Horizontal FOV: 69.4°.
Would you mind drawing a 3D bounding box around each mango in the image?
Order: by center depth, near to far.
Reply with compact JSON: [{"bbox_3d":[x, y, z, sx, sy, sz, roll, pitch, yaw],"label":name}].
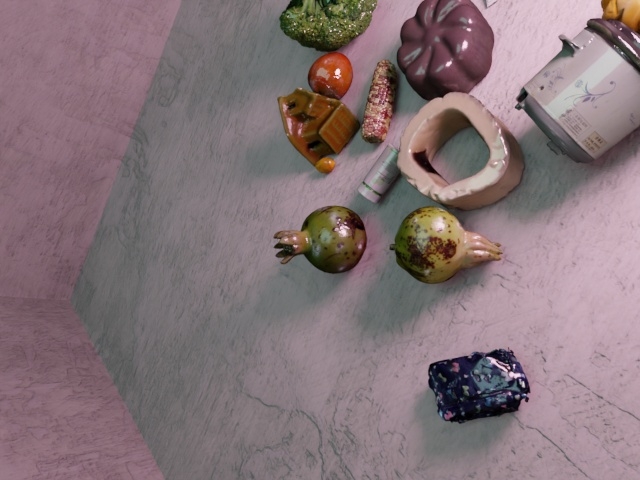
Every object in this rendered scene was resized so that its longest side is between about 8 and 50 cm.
[{"bbox_3d":[0.015,-0.279,1.720,0.089,0.060,0.046,0,40,44],"label":"mango"}]

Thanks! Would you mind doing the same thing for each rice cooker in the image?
[{"bbox_3d":[0.628,-0.343,1.051,0.316,0.316,0.264,-37,15,30],"label":"rice cooker"}]

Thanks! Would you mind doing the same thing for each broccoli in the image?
[{"bbox_3d":[0.029,-0.842,1.670,0.413,0.321,0.310,-52,-3,-28],"label":"broccoli"}]

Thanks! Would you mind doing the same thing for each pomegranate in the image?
[{"bbox_3d":[0.337,0.030,1.268,0.276,0.222,0.204,33,86,23],"label":"pomegranate"},{"bbox_3d":[-0.001,0.001,1.523,0.305,0.242,0.243,-5,73,-1],"label":"pomegranate"}]

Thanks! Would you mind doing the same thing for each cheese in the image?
[{"bbox_3d":[0.391,-0.235,1.313,0.292,0.153,0.332,-48,52,23],"label":"cheese"}]

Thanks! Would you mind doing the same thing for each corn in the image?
[{"bbox_3d":[0.202,-0.472,1.573,0.098,0.098,0.290,5,80,42],"label":"corn"}]

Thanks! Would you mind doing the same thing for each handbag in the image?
[{"bbox_3d":[0.403,0.375,1.193,0.260,0.113,0.162,-30,57,34],"label":"handbag"}]

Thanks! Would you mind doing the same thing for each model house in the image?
[{"bbox_3d":[-0.001,-0.432,1.668,0.239,0.268,0.174,-11,53,38],"label":"model house"}]

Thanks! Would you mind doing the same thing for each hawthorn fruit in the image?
[{"bbox_3d":[0.039,-0.603,1.699,0.172,0.172,0.173,-11,74,40],"label":"hawthorn fruit"}]

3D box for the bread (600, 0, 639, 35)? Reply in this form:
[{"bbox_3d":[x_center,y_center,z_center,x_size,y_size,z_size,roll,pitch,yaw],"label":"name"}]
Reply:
[{"bbox_3d":[0.779,-0.496,1.019,0.311,0.172,0.121,39,135,43],"label":"bread"}]

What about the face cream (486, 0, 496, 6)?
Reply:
[{"bbox_3d":[0.510,-0.766,1.412,0.038,0.020,0.115,-26,67,34],"label":"face cream"}]

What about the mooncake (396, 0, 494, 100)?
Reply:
[{"bbox_3d":[0.371,-0.588,1.412,0.305,0.154,0.307,-14,70,41],"label":"mooncake"}]

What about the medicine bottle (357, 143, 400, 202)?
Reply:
[{"bbox_3d":[0.206,-0.219,1.517,0.183,0.086,0.086,-55,51,18],"label":"medicine bottle"}]
